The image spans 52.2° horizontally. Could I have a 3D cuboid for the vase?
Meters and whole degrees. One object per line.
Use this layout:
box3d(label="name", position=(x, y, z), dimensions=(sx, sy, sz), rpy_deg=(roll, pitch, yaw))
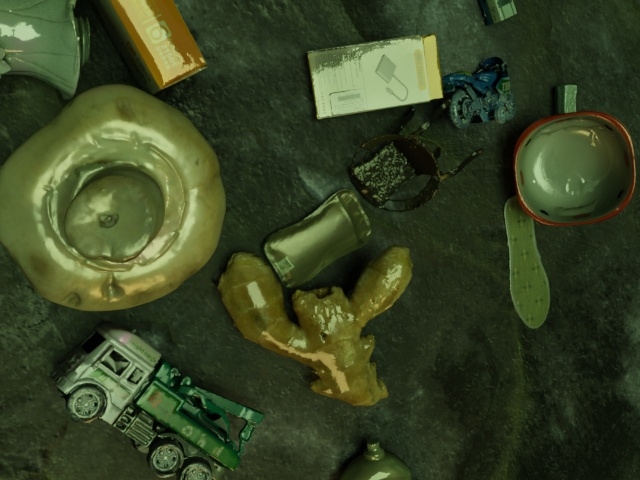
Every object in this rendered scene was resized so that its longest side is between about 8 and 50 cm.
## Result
box3d(label="vase", position=(-0.560, -0.312, 0.916), dimensions=(0.445, 0.250, 0.250), rpy_deg=(1, 96, -25))

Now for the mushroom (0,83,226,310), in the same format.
box3d(label="mushroom", position=(-0.324, -0.073, 1.006), dimensions=(0.353, 0.353, 0.325), rpy_deg=(-8, 72, -21))

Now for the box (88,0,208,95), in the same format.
box3d(label="box", position=(-0.295, -0.363, 1.014), dimensions=(0.091, 0.220, 0.274), rpy_deg=(-32, 109, -14))

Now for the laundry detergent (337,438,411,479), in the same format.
box3d(label="laundry detergent", position=(0.117, 0.536, 1.356), dimensions=(0.181, 0.091, 0.254), rpy_deg=(-9, 100, -15))

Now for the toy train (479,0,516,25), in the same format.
box3d(label="toy train", position=(0.332, -0.562, 1.329), dimensions=(0.052, 0.051, 0.234), rpy_deg=(-30, 106, -20))

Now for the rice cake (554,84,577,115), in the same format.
box3d(label="rice cake", position=(0.553, -0.225, 1.461), dimensions=(0.042, 0.045, 0.245), rpy_deg=(-12, 101, -20))

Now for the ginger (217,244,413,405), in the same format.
box3d(label="ginger", position=(-0.006, 0.183, 1.246), dimensions=(0.362, 0.122, 0.348), rpy_deg=(-5, 107, -14))

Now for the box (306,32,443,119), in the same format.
box3d(label="box", position=(0.103, -0.310, 1.240), dimensions=(0.247, 0.033, 0.129), rpy_deg=(-8, 98, -2))

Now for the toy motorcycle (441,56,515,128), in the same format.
box3d(label="toy motorcycle", position=(0.328, -0.301, 1.324), dimensions=(0.254, 0.092, 0.136), rpy_deg=(-19, 104, -44))

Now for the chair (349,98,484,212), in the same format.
box3d(label="chair", position=(0.173, -0.158, 1.270), dimensions=(0.213, 0.149, 0.174), rpy_deg=(-42, 111, -8))

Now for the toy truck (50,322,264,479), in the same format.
box3d(label="toy truck", position=(-0.280, 0.292, 1.135), dimensions=(0.363, 0.176, 0.178), rpy_deg=(40, 73, -22))

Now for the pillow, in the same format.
box3d(label="pillow", position=(0.000, 0.000, 1.274), dimensions=(0.217, 0.033, 0.130), rpy_deg=(-35, 112, -12))

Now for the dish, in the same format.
box3d(label="dish", position=(0.536, -0.157, 1.392), dimensions=(0.256, 0.117, 0.256), rpy_deg=(4, 103, 18))

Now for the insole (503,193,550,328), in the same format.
box3d(label="insole", position=(0.468, 0.051, 1.483), dimensions=(0.109, 0.007, 0.322), rpy_deg=(-16, 103, -20))
